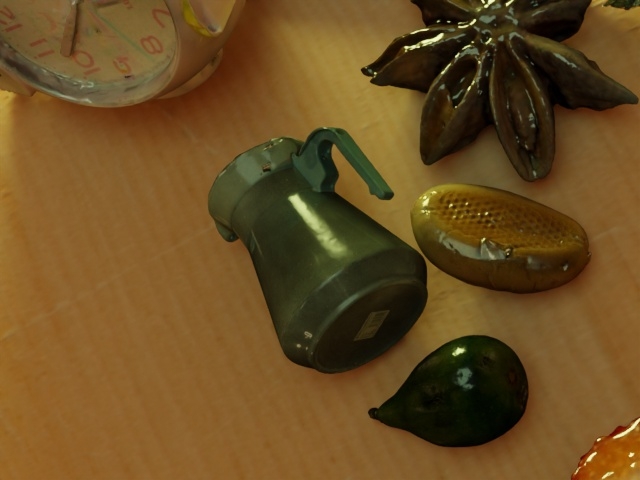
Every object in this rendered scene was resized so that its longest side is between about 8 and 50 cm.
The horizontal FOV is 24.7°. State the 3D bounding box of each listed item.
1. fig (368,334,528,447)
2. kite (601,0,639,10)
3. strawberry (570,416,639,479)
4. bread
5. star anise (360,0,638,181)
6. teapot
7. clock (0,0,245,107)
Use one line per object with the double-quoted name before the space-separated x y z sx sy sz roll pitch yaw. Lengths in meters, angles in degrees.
"fig" 0.124 0.165 1.471 0.177 0.117 0.117 -31 65 31
"kite" 0.383 -0.252 1.534 0.190 0.010 0.159 3 46 -6
"strawberry" 0.355 0.248 1.372 0.236 0.111 0.190 -35 47 -2
"bread" 0.183 0.002 1.507 0.189 0.077 0.114 18 46 7
"star anise" 0.203 -0.214 1.558 0.315 0.108 0.315 -5 70 14
"teapot" 0.000 0.000 1.519 0.225 0.171 0.203 53 124 29
"clock" -0.273 -0.316 1.628 0.377 0.368 0.250 -10 42 32
